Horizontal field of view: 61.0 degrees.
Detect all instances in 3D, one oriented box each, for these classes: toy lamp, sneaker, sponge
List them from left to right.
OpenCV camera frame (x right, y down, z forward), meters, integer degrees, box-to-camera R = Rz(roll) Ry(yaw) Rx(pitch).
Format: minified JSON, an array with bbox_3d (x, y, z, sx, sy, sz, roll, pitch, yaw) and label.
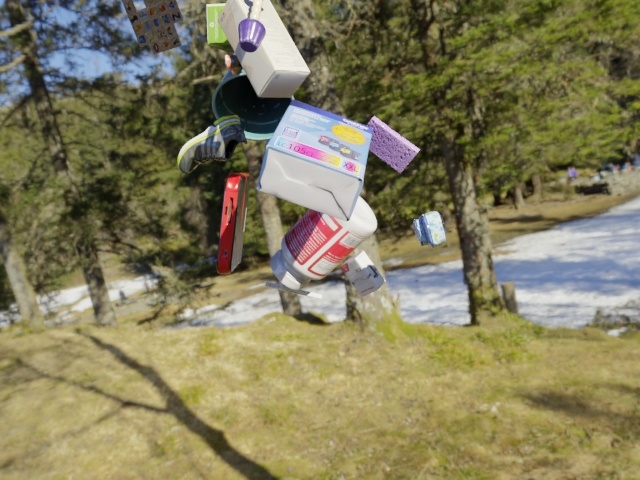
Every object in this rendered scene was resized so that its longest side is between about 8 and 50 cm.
[{"bbox_3d":[-0.389,-0.322,1.936,0.299,0.121,0.111,-35,-12,21],"label":"sneaker"},{"bbox_3d":[-0.263,-0.575,1.772,0.064,0.061,0.158,-5,16,7],"label":"sneaker"},{"bbox_3d":[-0.177,-0.646,1.510,0.080,0.275,0.080,6,-21,2],"label":"toy lamp"},{"bbox_3d":[0.246,-0.352,1.998,0.117,0.210,0.031,-53,0,45],"label":"sponge"}]

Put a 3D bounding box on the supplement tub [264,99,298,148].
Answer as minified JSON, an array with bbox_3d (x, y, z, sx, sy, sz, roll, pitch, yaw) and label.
[{"bbox_3d":[-0.155,-0.493,2.580,0.193,0.316,0.194,7,-30,4],"label":"supplement tub"}]

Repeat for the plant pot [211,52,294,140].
[{"bbox_3d":[-0.259,-0.659,2.275,0.340,0.341,0.334,-12,51,19],"label":"plant pot"}]

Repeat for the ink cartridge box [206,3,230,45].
[{"bbox_3d":[-0.315,-0.797,1.877,0.096,0.256,0.189,2,11,13],"label":"ink cartridge box"}]

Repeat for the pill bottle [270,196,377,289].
[{"bbox_3d":[0.000,0.000,2.059,0.407,0.229,0.229,-44,-6,24],"label":"pill bottle"}]

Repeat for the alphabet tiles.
[{"bbox_3d":[-0.602,-0.814,1.979,0.198,0.237,0.009,-13,23,13],"label":"alphabet tiles"}]

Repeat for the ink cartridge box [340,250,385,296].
[{"bbox_3d":[0.149,0.118,1.912,0.056,0.135,0.099,-39,5,-40],"label":"ink cartridge box"}]

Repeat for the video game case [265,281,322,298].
[{"bbox_3d":[-0.113,0.210,2.284,0.190,0.022,0.173,17,-8,-28],"label":"video game case"}]

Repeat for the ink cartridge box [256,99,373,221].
[{"bbox_3d":[-0.002,-0.254,1.559,0.269,0.151,0.396,19,34,-3],"label":"ink cartridge box"}]

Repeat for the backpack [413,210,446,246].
[{"bbox_3d":[0.317,-0.029,1.571,0.084,0.105,0.114,-17,-2,2],"label":"backpack"}]

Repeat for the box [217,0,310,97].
[{"bbox_3d":[-0.176,-0.600,1.670,0.147,0.311,0.121,-11,-22,-43],"label":"box"}]

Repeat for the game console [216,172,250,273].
[{"bbox_3d":[-0.343,-0.074,2.158,0.060,0.387,0.342,8,7,-2],"label":"game console"}]
